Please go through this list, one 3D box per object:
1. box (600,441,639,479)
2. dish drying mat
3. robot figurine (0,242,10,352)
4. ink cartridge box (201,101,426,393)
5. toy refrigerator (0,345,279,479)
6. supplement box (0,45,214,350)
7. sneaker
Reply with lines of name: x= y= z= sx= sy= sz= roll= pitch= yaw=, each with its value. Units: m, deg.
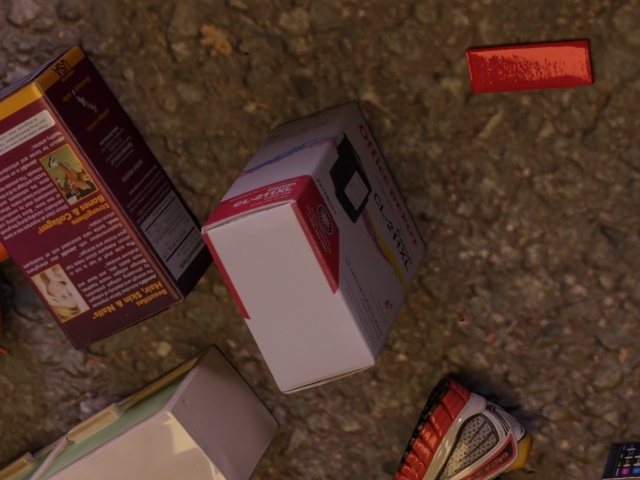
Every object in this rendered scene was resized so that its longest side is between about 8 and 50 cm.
box: x=0.248 y=0.180 z=1.374 sx=0.083 sy=0.052 sz=0.062 roll=-7 pitch=113 yaw=20
dish drying mat: x=0.139 y=-0.116 z=1.285 sx=0.083 sy=0.008 sz=0.032 roll=-2 pitch=114 yaw=21
robot figurine: x=-0.316 y=0.033 z=1.430 sx=0.128 sy=0.158 sz=0.219 roll=-4 pitch=134 yaw=26
ink cartridge box: x=0.000 y=0.000 z=1.294 sx=0.072 sy=0.175 sz=0.127 roll=-19 pitch=109 yaw=23
toy refrigerator: x=-0.171 y=0.190 z=1.491 sx=0.269 sy=0.102 sz=0.094 roll=-32 pitch=102 yaw=30
supplement box: x=-0.174 y=-0.029 z=1.392 sx=0.104 sy=0.081 sz=0.188 roll=-26 pitch=105 yaw=27
sneaker: x=0.087 y=0.213 z=1.425 sx=0.092 sy=0.088 sz=0.225 roll=24 pitch=121 yaw=4
